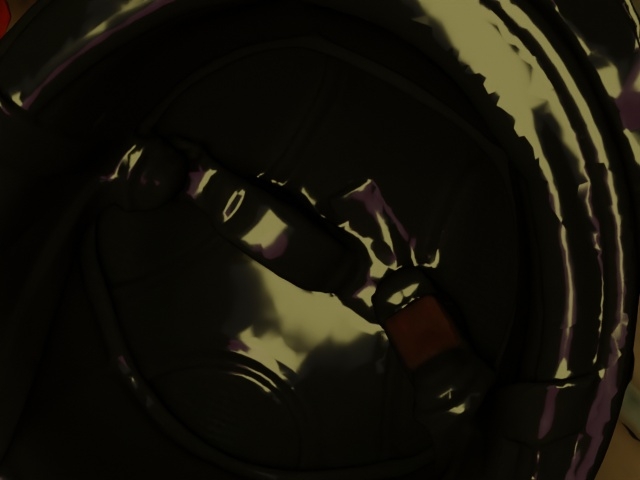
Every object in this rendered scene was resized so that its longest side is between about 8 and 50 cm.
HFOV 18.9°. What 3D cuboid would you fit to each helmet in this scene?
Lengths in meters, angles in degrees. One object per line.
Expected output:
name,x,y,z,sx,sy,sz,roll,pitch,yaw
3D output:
helmet,0.000,0.000,0.648,0.231,0.160,0.278,28,105,7

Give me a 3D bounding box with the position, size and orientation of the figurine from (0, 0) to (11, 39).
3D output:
figurine,-0.126,-0.119,0.659,0.234,0.127,0.185,16,107,27
